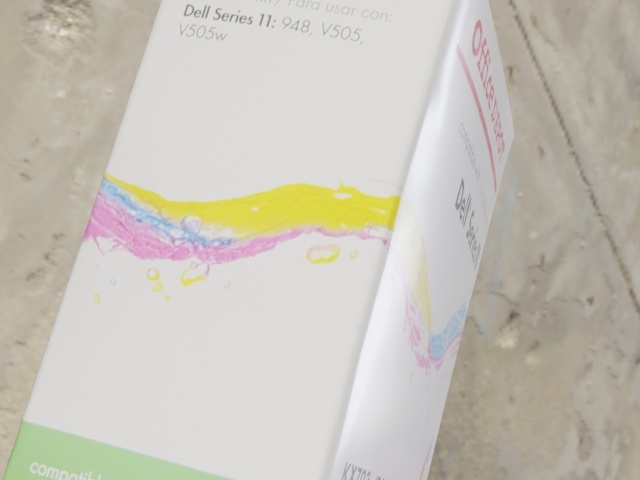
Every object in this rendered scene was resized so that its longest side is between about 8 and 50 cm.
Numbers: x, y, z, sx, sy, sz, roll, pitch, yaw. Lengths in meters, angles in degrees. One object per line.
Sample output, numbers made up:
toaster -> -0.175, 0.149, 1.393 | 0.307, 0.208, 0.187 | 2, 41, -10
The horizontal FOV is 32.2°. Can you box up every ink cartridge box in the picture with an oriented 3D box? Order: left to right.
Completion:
ink cartridge box -> 0.000, 0.000, 0.484 | 0.207, 0.119, 0.354 | 50, 54, -69
